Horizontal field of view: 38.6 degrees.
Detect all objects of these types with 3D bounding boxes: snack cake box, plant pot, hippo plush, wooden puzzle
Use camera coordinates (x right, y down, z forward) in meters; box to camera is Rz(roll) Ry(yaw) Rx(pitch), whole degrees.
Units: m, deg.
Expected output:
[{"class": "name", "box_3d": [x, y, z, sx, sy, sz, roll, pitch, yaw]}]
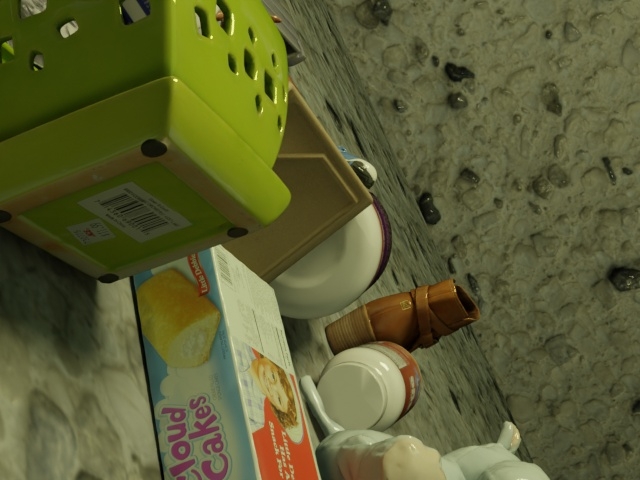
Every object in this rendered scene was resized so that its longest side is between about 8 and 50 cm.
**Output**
[{"class": "snack cake box", "box_3d": [-0.084, 0.148, 0.858, 0.152, 0.089, 0.264, 48, 23, -58]}, {"class": "plant pot", "box_3d": [-0.155, -0.102, 0.732, 0.228, 0.227, 0.207, 45, 31, -58]}, {"class": "hippo plush", "box_3d": [0.109, 0.295, 0.920, 0.294, 0.236, 0.234, -167, -91, -70]}, {"class": "wooden puzzle", "box_3d": [-0.075, -0.035, 0.938, 0.044, 0.221, 0.239, 54, 2, 36]}]

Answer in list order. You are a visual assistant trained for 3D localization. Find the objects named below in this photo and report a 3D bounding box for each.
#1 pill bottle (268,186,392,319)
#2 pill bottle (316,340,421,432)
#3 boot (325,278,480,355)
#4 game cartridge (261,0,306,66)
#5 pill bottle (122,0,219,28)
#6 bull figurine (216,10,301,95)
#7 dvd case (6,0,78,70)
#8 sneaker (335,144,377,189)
[{"class": "pill bottle", "box_3d": [0.000, 0.000, 1.201, 0.323, 0.181, 0.181, -5, 72, -82]}, {"class": "pill bottle", "box_3d": [0.065, 0.206, 1.268, 0.121, 0.121, 0.216, 68, 14, 8]}, {"class": "boot", "box_3d": [0.153, 0.143, 1.496, 0.283, 0.220, 0.109, 44, 25, -58]}, {"class": "game cartridge", "box_3d": [-0.141, -0.509, 1.823, 0.230, 0.068, 0.355, 66, 13, 18]}, {"class": "pill bottle", "box_3d": [-0.215, -0.332, 1.104, 0.187, 0.112, 0.112, 57, 16, -24]}, {"class": "bull figurine", "box_3d": [-0.092, -0.219, 1.289, 0.188, 0.101, 0.310, 29, -33, 62]}, {"class": "dvd case", "box_3d": [-0.270, -0.225, 0.920, 0.165, 0.018, 0.221, 69, 13, 13]}, {"class": "sneaker", "box_3d": [0.020, -0.116, 1.403, 0.211, 0.081, 0.080, 12, -43, 55]}]
